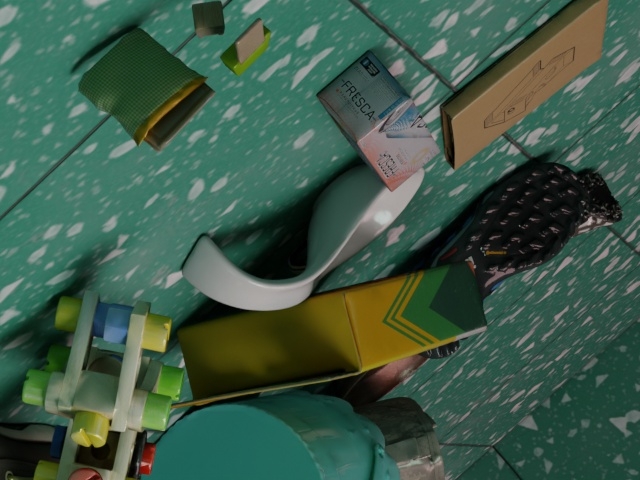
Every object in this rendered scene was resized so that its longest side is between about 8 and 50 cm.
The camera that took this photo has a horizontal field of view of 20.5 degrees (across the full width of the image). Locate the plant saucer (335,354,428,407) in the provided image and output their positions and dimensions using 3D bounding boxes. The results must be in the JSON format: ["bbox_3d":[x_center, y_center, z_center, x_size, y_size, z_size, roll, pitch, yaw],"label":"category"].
[{"bbox_3d":[0.089,0.155,2.324,0.199,0.036,0.198,-36,164,-12],"label":"plant saucer"}]

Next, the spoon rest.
[{"bbox_3d":[0.000,0.000,1.652,0.276,0.084,0.137,-24,157,-41],"label":"spoon rest"}]

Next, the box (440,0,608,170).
[{"bbox_3d":[0.206,-0.161,1.790,0.201,0.021,0.164,-39,163,-6],"label":"box"}]

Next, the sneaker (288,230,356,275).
[{"bbox_3d":[0.003,0.005,1.759,0.083,0.032,0.037,-41,164,1],"label":"sneaker"}]

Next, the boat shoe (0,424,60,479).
[{"bbox_3d":[-0.300,0.230,1.568,0.116,0.096,0.324,-43,163,11],"label":"boat shoe"}]

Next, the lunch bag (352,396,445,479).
[{"bbox_3d":[0.036,0.307,2.279,0.235,0.169,0.287,-15,162,-4],"label":"lunch bag"}]

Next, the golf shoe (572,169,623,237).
[{"bbox_3d":[0.321,-0.038,2.291,0.094,0.077,0.198,-33,165,30],"label":"golf shoe"}]

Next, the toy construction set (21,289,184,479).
[{"bbox_3d":[-0.206,0.209,1.466,0.215,0.151,0.327,109,7,-81],"label":"toy construction set"}]

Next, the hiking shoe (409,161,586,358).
[{"bbox_3d":[0.183,0.013,2.099,0.304,0.113,0.132,-41,-165,-17],"label":"hiking shoe"}]

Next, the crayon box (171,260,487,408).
[{"bbox_3d":[0.005,0.092,1.748,0.202,0.081,0.318,-13,180,31],"label":"crayon box"}]

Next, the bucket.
[{"bbox_3d":[-0.062,0.305,2.007,0.281,0.281,0.183,-45,160,15],"label":"bucket"}]

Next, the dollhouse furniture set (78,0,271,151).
[{"bbox_3d":[-0.084,-0.135,1.142,0.151,0.076,0.058,-47,168,-13],"label":"dollhouse furniture set"}]

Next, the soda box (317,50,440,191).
[{"bbox_3d":[0.054,-0.101,1.552,0.063,0.058,0.183,-40,164,2],"label":"soda box"}]
